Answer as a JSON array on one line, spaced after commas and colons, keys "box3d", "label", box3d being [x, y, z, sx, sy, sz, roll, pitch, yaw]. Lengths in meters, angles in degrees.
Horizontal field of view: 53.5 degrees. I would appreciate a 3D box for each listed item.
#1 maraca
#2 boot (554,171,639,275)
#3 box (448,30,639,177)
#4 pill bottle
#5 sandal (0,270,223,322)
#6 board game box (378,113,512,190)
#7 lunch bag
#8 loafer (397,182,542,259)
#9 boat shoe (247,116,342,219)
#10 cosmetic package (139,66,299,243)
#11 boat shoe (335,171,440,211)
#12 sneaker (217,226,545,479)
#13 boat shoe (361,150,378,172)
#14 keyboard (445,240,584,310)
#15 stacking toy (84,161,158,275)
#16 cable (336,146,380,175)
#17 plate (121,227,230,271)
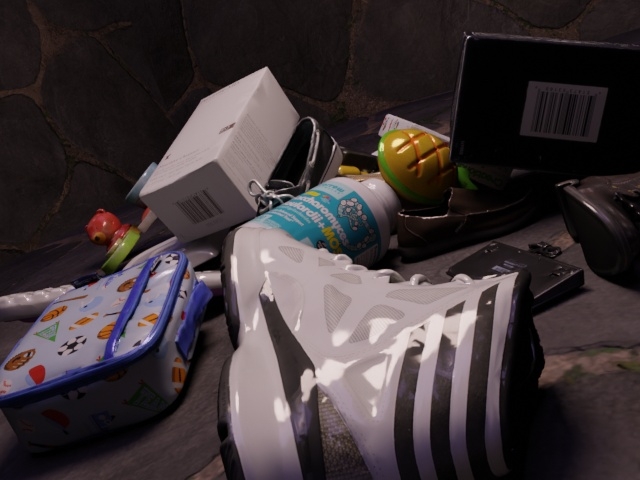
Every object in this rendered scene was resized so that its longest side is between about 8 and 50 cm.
[{"box3d": [0.168, -0.105, 0.985, 0.099, 0.185, 0.127, -43, 22, 53], "label": "maraca"}, {"box3d": [0.389, -0.058, 0.698, 0.228, 0.091, 0.263, -17, 13, 16], "label": "boot"}, {"box3d": [0.354, -0.214, 0.965, 0.296, 0.183, 0.294, 8, 21, 9], "label": "box"}, {"box3d": [0.000, 0.000, 0.917, 0.264, 0.146, 0.146, -31, 18, -34], "label": "pill bottle"}, {"box3d": [-0.329, 0.114, 1.065, 0.415, 0.102, 0.169, -6, 1, 3], "label": "sandal"}, {"box3d": [0.225, -0.175, 1.211, 0.192, 0.053, 0.305, 21, 13, -7], "label": "board game box"}, {"box3d": [-0.270, 0.126, 0.841, 0.243, 0.115, 0.303, -21, 24, 7], "label": "lunch bag"}, {"box3d": [0.209, -0.041, 0.911, 0.219, 0.078, 0.080, -20, 14, 3], "label": "loafer"}, {"box3d": [-0.058, -0.061, 1.031, 0.113, 0.105, 0.306, 16, 70, 36], "label": "boat shoe"}, {"box3d": [-0.204, -0.193, 1.384, 0.217, 0.156, 0.385, -20, 35, 27], "label": "cosmetic package"}, {"box3d": [0.054, -0.055, 1.095, 0.340, 0.122, 0.110, -17, 15, 9], "label": "boat shoe"}, {"box3d": [0.048, 0.087, 0.586, 0.257, 0.169, 0.447, -13, 22, -3], "label": "sneaker"}, {"box3d": [0.058, -0.097, 1.298, 0.301, 0.108, 0.102, -29, -26, -34], "label": "boat shoe"}, {"box3d": [0.227, 0.034, 0.729, 0.108, 0.023, 0.180, -30, 16, -8], "label": "keyboard"}, {"box3d": [-0.522, -0.066, 1.687, 0.309, 0.130, 0.279, -49, 16, 12], "label": "stacking toy"}, {"box3d": [0.104, -0.134, 1.248, 0.287, 0.072, 0.139, 9, 16, -25], "label": "cable"}, {"box3d": [-0.342, 0.038, 1.419, 0.277, 0.045, 0.277, -26, 15, 5], "label": "plate"}]
